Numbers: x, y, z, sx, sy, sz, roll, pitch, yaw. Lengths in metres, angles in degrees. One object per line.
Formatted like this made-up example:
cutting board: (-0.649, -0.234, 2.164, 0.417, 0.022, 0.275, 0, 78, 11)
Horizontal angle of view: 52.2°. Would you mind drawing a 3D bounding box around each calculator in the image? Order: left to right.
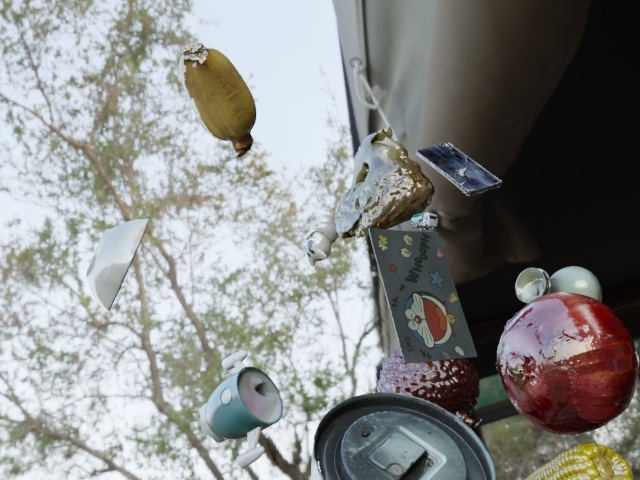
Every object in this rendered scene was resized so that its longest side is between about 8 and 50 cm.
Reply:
calculator: (0.442, -0.237, 2.104, 0.161, 0.261, 0.021, -17, -43, -31)

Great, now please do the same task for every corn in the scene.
corn: (0.461, 0.509, 1.276, 0.131, 0.131, 0.344, -1, -40, -24)

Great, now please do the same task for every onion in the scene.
onion: (0.465, 0.238, 1.257, 0.276, 0.276, 0.276, -12, -29, -7)

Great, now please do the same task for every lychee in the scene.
lychee: (0.279, 0.388, 1.669, 0.264, 0.300, 0.264, -18, -58, -32)

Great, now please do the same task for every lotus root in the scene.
lotus root: (-0.248, -0.351, 1.604, 0.146, 0.130, 0.303, -10, -52, 23)

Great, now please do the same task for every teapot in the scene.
teapot: (0.706, 0.152, 1.948, 0.251, 0.183, 0.183, 15, -40, -31)

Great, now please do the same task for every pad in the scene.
pad: (0.176, 0.091, 1.134, 0.170, 0.245, 0.006, 3, -27, -32)

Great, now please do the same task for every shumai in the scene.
shumai: (0.157, -0.168, 1.877, 0.217, 0.283, 0.346, -19, 1, -42)

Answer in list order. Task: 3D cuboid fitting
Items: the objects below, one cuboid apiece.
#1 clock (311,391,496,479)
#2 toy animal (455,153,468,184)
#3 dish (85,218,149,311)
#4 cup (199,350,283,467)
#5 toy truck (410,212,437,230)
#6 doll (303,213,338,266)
clock: (0.167, 0.473, 1.355, 0.387, 0.386, 0.076, -3, -60, -22)
toy animal: (0.359, -0.173, 1.662, 0.050, 0.028, 0.084, -39, -45, -45)
dish: (-0.371, 0.032, 1.160, 0.066, 0.190, 0.190, 23, -42, -16)
cup: (-0.212, 0.430, 1.664, 0.173, 0.299, 0.168, -36, -42, 24)
toy truck: (0.266, -0.050, 1.672, 0.039, 0.044, 0.083, 12, -9, -24)
doll: (0.000, -0.006, 2.267, 0.107, 0.180, 0.110, 35, -41, -10)
